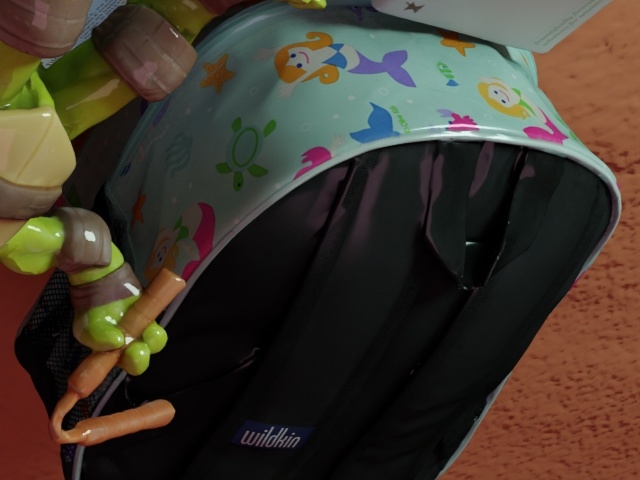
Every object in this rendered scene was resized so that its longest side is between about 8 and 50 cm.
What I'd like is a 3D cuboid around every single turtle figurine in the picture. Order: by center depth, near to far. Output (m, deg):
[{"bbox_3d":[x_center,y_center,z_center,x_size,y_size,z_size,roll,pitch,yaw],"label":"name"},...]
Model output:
[{"bbox_3d":[-0.101,-0.031,0.572,0.217,0.087,0.269,-45,136,17],"label":"turtle figurine"}]

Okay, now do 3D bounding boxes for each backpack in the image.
[{"bbox_3d":[0.000,0.000,0.758,0.225,0.191,0.253,4,140,-33],"label":"backpack"}]

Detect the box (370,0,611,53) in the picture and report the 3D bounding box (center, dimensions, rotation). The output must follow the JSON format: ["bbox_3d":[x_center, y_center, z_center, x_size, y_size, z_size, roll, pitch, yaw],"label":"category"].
[{"bbox_3d":[0.078,-0.143,0.670,0.102,0.087,0.101,9,147,-38],"label":"box"}]

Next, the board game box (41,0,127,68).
[{"bbox_3d":[-0.084,-0.164,0.519,0.318,0.066,0.318,-41,169,18],"label":"board game box"}]
